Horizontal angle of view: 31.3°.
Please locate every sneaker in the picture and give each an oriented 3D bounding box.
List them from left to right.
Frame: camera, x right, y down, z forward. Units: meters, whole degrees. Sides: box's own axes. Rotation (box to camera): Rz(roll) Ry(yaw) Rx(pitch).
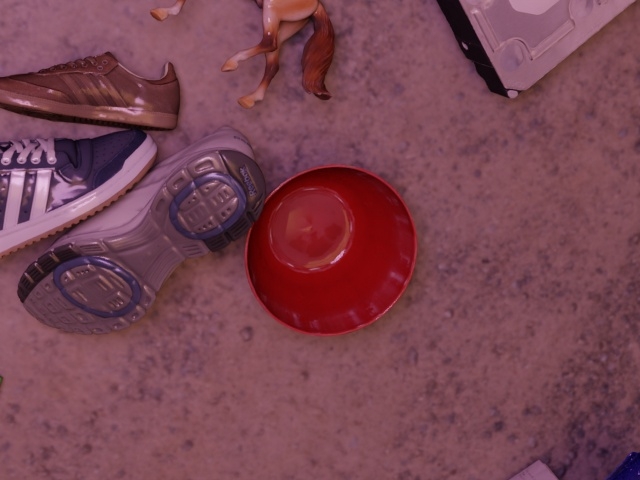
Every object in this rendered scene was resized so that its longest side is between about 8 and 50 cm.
[{"bbox_3d":[-0.308,-0.074,1.097,0.282,0.099,0.153,-27,112,-3],"label":"sneaker"},{"bbox_3d":[-0.232,-0.152,1.123,0.188,0.066,0.071,6,87,-22],"label":"sneaker"},{"bbox_3d":[-0.175,-0.008,1.149,0.297,0.129,0.111,-30,114,15],"label":"sneaker"}]

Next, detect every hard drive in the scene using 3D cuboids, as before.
[{"bbox_3d":[0.194,-0.341,1.129,0.237,0.064,0.339,-38,122,-8],"label":"hard drive"}]

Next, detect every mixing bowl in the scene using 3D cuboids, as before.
[{"bbox_3d":[0.000,0.000,1.198,0.181,0.098,0.181,-4,106,-14],"label":"mixing bowl"}]

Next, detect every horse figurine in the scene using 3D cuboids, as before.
[{"bbox_3d":[-0.077,-0.247,1.114,0.263,0.066,0.174,40,71,-12],"label":"horse figurine"}]

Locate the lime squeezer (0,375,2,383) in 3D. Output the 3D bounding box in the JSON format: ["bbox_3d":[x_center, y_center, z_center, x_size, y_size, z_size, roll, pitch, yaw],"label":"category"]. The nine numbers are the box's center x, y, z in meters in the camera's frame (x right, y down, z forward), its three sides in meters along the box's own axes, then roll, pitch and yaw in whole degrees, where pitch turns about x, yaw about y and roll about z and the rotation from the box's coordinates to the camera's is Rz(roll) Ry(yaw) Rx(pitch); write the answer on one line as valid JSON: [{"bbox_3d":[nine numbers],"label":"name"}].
[{"bbox_3d":[-0.437,0.267,1.195,0.310,0.059,0.110,-33,81,-2],"label":"lime squeezer"}]

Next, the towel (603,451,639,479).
[{"bbox_3d":[0.316,0.400,1.329,0.308,0.076,0.227,-38,120,-3],"label":"towel"}]

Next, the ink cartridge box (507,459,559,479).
[{"bbox_3d":[0.231,0.380,1.378,0.191,0.082,0.139,-33,111,-3],"label":"ink cartridge box"}]
